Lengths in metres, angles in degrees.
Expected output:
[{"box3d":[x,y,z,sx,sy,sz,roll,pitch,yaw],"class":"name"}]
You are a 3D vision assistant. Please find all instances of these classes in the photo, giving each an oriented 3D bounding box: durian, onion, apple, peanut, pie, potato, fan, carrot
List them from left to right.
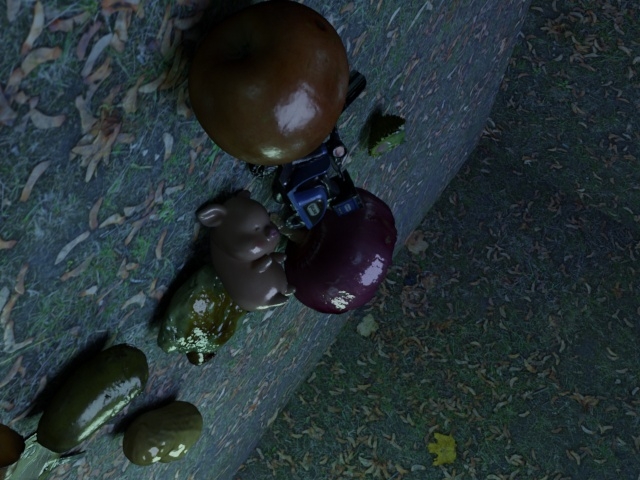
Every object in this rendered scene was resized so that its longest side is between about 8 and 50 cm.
[{"box3d":[-0.569,0.420,1.151,0.263,0.102,0.102,-62,165,23],"class":"carrot"},{"box3d":[-0.570,0.461,1.397,0.229,0.011,0.335,-58,164,3],"class":"fan"},{"box3d":[-0.428,0.291,1.309,0.251,0.113,0.149,-40,167,-27],"class":"potato"},{"box3d":[-0.398,0.499,1.788,0.147,0.148,0.319,-58,168,5],"class":"peanut"},{"box3d":[-0.252,0.156,1.580,0.257,0.105,0.274,-49,156,-6],"class":"pie"},{"box3d":[-0.080,-0.243,1.066,0.253,0.254,0.253,-52,165,-20],"class":"apple"},{"box3d":[0.029,0.009,1.896,0.358,0.345,0.358,-52,-179,2],"class":"onion"},{"box3d":[0.192,-0.317,2.081,0.137,0.095,0.220,-21,167,4],"class":"durian"}]

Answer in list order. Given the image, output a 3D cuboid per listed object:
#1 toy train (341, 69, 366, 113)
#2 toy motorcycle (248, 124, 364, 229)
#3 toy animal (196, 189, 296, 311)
[{"box3d":[0.010,-0.293,1.626,0.252,0.048,0.055,-48,169,-12],"class":"toy train"},{"box3d":[-0.023,-0.146,1.577,0.213,0.125,0.358,-26,155,3],"class":"toy motorcycle"},{"box3d":[-0.152,0.027,1.464,0.166,0.154,0.250,-56,134,-75],"class":"toy animal"}]
